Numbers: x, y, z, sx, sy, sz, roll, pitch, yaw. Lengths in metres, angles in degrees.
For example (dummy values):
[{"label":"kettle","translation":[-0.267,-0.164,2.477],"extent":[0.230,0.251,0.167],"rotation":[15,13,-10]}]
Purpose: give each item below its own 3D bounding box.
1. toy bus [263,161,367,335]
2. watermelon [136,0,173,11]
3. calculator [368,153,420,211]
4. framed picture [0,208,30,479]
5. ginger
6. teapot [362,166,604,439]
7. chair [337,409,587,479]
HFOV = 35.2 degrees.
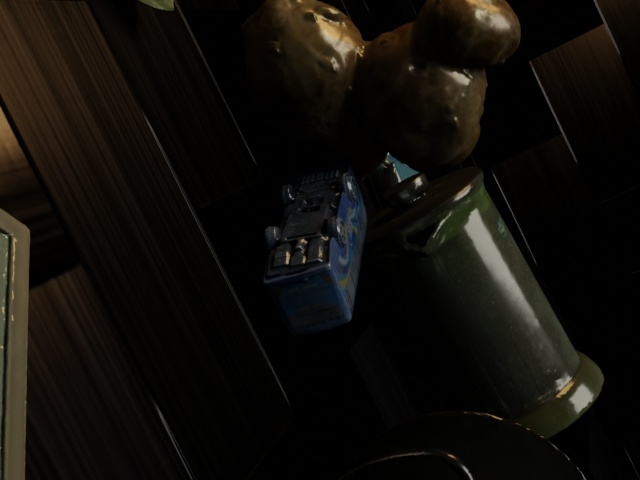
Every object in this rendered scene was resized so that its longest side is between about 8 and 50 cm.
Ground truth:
[{"label":"toy bus","translation":[-0.002,0.002,1.023],"extent":[0.236,0.079,0.094],"rotation":[-75,152,-63]},{"label":"watermelon","translation":[-0.166,-0.280,0.895],"extent":[0.135,0.094,0.125],"rotation":[26,50,-56]},{"label":"calculator","translation":[0.147,0.000,1.465],"extent":[0.173,0.051,0.293],"rotation":[15,53,-68]},{"label":"framed picture","translation":[-0.233,0.010,0.449],"extent":[0.281,0.019,0.208],"rotation":[43,28,-49]},{"label":"ginger","translation":[0.072,-0.171,1.102],"extent":[0.155,0.304,0.244],"rotation":[-68,147,-50]},{"label":"teapot","translation":[0.188,0.065,1.272],"extent":[0.337,0.200,0.270],"rotation":[59,19,-10]},{"label":"chair","translation":[0.053,0.253,0.600],"extent":[0.226,0.227,0.401],"rotation":[66,18,4]}]
